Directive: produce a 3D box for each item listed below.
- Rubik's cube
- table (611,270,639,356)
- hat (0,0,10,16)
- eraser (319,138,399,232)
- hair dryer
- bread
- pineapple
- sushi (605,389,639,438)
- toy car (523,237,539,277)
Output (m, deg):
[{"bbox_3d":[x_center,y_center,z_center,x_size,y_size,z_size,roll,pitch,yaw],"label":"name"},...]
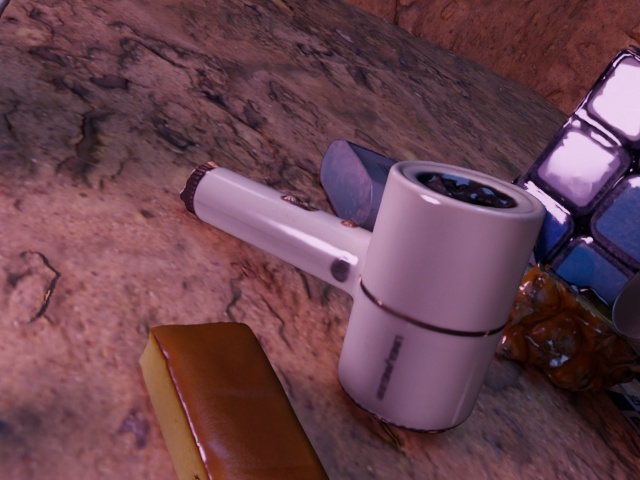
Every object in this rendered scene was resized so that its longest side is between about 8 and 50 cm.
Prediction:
[{"bbox_3d":[0.525,-0.039,1.000,0.359,0.362,0.363,43,27,26],"label":"Rubik's cube"},{"bbox_3d":[0.437,0.131,0.712,0.220,0.126,0.126,45,24,-14],"label":"table"},{"bbox_3d":[-0.415,-0.192,0.534,0.257,0.168,0.301,26,1,-27],"label":"hat"},{"bbox_3d":[0.124,-0.049,0.893,0.226,0.081,0.174,15,27,-28],"label":"eraser"},{"bbox_3d":[0.000,0.000,0.599,0.361,0.203,0.128,25,25,27],"label":"hair dryer"},{"bbox_3d":[-0.043,0.148,0.414,0.088,0.049,0.226,8,36,-39],"label":"bread"},{"bbox_3d":[0.298,0.104,0.807,0.236,0.114,0.186,29,24,-27],"label":"pineapple"},{"bbox_3d":[0.474,0.252,0.790,0.210,0.040,0.193,18,30,-26],"label":"sushi"},{"bbox_3d":[0.279,-0.002,0.923,0.055,0.142,0.069,-15,13,-9],"label":"toy car"}]
